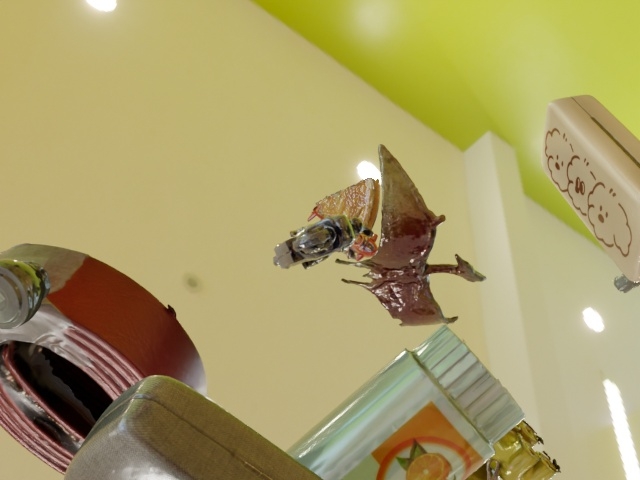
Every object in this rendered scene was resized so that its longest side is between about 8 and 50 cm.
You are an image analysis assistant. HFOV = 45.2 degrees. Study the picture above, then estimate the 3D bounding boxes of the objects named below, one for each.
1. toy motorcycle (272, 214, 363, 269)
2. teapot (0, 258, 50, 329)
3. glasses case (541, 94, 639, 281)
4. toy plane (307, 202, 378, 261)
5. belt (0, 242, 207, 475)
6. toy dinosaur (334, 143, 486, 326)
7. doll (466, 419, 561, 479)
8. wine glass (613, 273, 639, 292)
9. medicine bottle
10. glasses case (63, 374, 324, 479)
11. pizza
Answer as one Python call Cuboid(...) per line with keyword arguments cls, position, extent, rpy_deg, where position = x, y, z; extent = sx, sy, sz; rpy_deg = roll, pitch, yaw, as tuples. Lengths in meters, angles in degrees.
Cuboid(cls="toy motorcycle", position=(0.000, 0.000, 1.102), extent=(0.124, 0.193, 0.061), rpy_deg=(-21, -94, -18))
Cuboid(cls="teapot", position=(-0.300, 0.052, 0.743), extent=(0.066, 0.088, 0.057), rpy_deg=(56, -156, -3))
Cuboid(cls="glasses case", position=(0.439, -0.090, 1.171), extent=(0.076, 0.144, 0.336), rpy_deg=(-9, -144, -5))
Cuboid(cls="toy plane", position=(0.041, -0.007, 1.452), extent=(0.077, 0.194, 0.126), rpy_deg=(40, -114, -35))
Cuboid(cls="belt", position=(-0.271, 0.145, 0.888), extent=(0.323, 0.227, 0.115), rpy_deg=(57, -155, -23))
Cuboid(cls="toy dinosaur", position=(0.123, 0.015, 1.137), extent=(0.327, 0.207, 0.112), rpy_deg=(45, -145, -35))
Cuboid(cls="doll", position=(0.218, 0.339, 1.091), extent=(0.143, 0.221, 0.135), rpy_deg=(39, -162, -27))
Cuboid(cls="wine glass", position=(0.505, 0.052, 1.226), extent=(0.042, 0.083, 0.038), rpy_deg=(23, -124, -13))
Cuboid(cls="medicine bottle", position=(0.073, 0.249, 0.888), extent=(0.158, 0.318, 0.158), rpy_deg=(48, -179, -1))
Cuboid(cls="glasses case", position=(-0.038, 0.233, 0.585), extent=(0.323, 0.131, 0.074), rpy_deg=(38, -145, -8))
Cuboid(cls="pizza", position=(0.069, -0.071, 1.845), extent=(0.053, 0.200, 0.193), rpy_deg=(17, -170, -44))
